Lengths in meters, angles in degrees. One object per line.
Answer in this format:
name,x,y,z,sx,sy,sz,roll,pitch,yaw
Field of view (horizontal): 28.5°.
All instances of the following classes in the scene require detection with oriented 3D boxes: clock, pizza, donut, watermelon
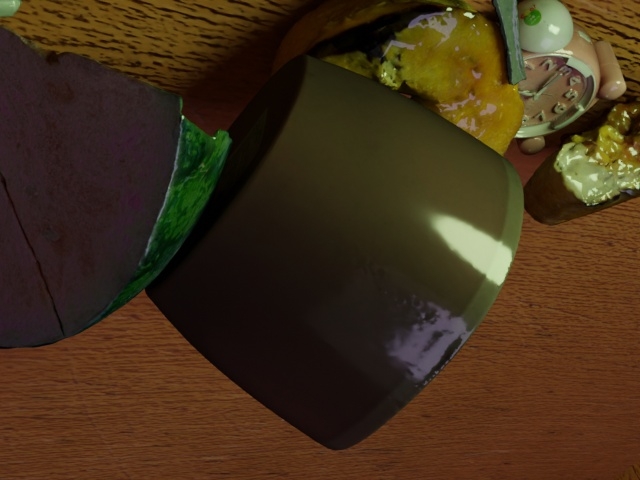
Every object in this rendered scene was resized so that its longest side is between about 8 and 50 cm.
clock,0.215,-0.181,1.325,0.162,0.092,0.166,23,134,-41
pizza,0.353,-0.101,1.409,0.278,0.114,0.409,-29,178,34
donut,0.069,-0.135,1.210,0.254,0.118,0.253,-4,133,-4
watermelon,-0.195,-0.059,1.045,0.222,0.292,0.319,-34,148,-53

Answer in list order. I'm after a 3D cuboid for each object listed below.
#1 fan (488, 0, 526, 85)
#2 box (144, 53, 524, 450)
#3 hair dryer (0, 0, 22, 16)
fan,0.150,-0.273,1.076,0.230,0.011,0.335,-30,131,-14
box,0.000,0.000,1.080,0.216,0.301,0.301,32,127,-14
hair dryer,-0.303,-0.182,1.001,0.137,0.047,0.082,-12,150,-33
